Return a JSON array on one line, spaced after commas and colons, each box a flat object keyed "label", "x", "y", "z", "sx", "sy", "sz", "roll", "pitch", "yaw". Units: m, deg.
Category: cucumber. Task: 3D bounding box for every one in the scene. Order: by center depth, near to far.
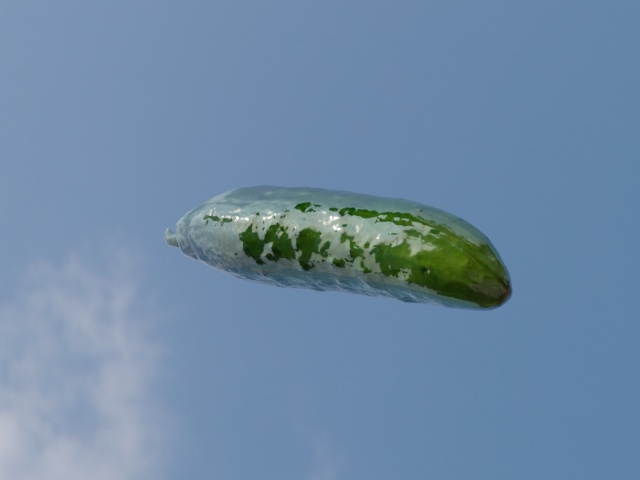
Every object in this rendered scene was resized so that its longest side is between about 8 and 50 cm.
[{"label": "cucumber", "x": 0.000, "y": 0.000, "z": 0.848, "sx": 0.056, "sy": 0.250, "sz": 0.056, "roll": -9, "pitch": -78, "yaw": -47}]
